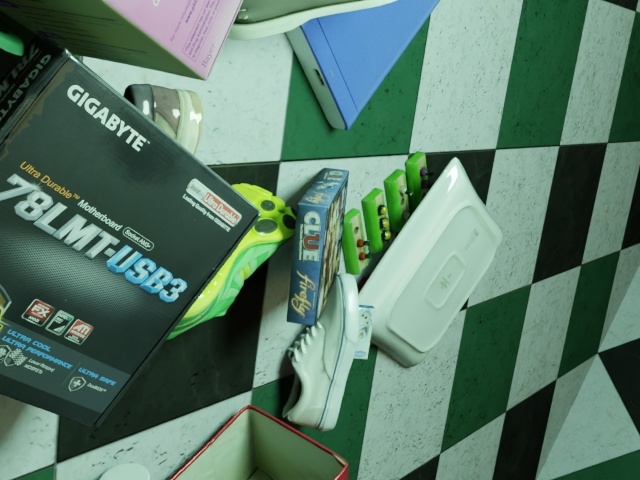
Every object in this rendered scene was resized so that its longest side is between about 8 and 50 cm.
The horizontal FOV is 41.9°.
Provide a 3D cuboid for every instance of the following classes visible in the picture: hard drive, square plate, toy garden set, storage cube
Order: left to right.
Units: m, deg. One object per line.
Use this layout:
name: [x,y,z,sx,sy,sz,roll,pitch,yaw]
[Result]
storage cube: [-0.083,0.392,1.200,0.183,0.215,0.193,-41,141,-38]
hard drive: [0.077,-0.351,1.241,0.319,0.040,0.210,-56,142,-22]
toy garden set: [0.135,-0.009,1.464,0.244,0.049,0.204,-42,135,-37]
square plate: [0.212,0.064,1.533,0.344,0.049,0.347,-55,148,-3]

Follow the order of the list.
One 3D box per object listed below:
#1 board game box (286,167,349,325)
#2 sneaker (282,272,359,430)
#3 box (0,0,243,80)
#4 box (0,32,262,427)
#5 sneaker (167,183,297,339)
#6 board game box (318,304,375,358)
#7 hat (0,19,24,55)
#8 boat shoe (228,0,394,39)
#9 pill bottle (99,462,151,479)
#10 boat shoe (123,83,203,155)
board game box: [0.000,0.000,1.188,0.243,0.042,0.165,-62,159,-72]
sneaker: [-0.001,0.175,1.311,0.091,0.094,0.258,9,96,-15]
box: [-0.220,-0.257,0.716,0.243,0.213,0.117,31,79,-54]
box: [-0.239,0.009,0.801,0.293,0.073,0.295,-51,139,-3]
sneaker: [-0.133,0.021,1.081,0.295,0.109,0.123,-41,169,-48]
board game box: [0.039,0.149,1.379,0.090,0.020,0.090,5,103,-13]
hat: [-0.366,-0.137,0.650,0.183,0.173,0.208,-53,160,4]
boat shoe: [0.014,-0.331,1.009,0.305,0.109,0.091,-20,130,-10]
pill bottle: [-0.241,0.365,1.072,0.086,0.086,0.152,-33,128,-43]
boat shoe: [-0.216,-0.039,0.929,0.092,0.103,0.285,13,107,-31]
